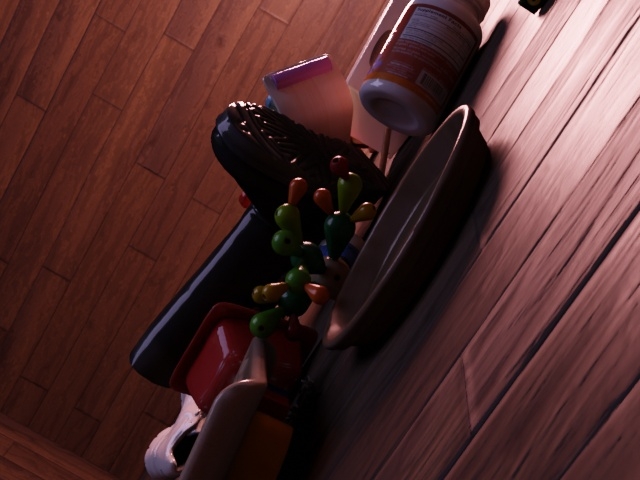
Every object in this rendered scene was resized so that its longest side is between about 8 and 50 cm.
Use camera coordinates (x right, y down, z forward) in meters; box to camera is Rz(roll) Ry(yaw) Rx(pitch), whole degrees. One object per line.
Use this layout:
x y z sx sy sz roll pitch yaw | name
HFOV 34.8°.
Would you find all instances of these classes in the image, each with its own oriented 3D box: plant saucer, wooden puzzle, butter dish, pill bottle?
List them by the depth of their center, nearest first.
0.086 -0.006 1.014 0.278 0.041 0.278 -59 5 9 | plant saucer
-0.108 0.272 1.041 0.348 0.080 0.322 -33 -32 -89 | wooden puzzle
-0.092 0.181 1.302 0.160 0.159 0.118 -57 28 26 | butter dish
0.152 -0.264 1.434 0.216 0.121 0.121 -61 5 -16 | pill bottle

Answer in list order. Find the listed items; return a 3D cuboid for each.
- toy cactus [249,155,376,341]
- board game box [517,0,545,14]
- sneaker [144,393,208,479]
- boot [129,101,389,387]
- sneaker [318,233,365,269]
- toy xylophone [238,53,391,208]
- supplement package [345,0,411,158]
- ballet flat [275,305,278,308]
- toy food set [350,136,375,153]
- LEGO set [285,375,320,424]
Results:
0.005 0.027 1.180 0.180 0.112 0.219 42 -114 -57 | toy cactus
0.292 -0.374 1.193 0.136 0.030 0.260 -53 7 38 | board game box
-0.239 0.356 2.062 0.129 0.111 0.297 -19 43 59 | sneaker
-0.142 0.029 1.491 0.445 0.146 0.367 -45 -31 19 | boot
0.010 0.042 1.427 0.085 0.058 0.152 -52 8 -20 | sneaker
0.000 -0.148 1.602 0.236 0.081 0.323 -17 -34 -26 | toy xylophone
0.130 -0.285 1.711 0.244 0.139 0.134 -63 5 -25 | supplement package
-0.092 0.078 2.062 0.139 0.139 0.400 -57 10 35 | ballet flat
0.104 -0.220 2.114 0.128 0.071 0.218 84 -150 -54 | toy food set
-0.017 0.178 1.128 0.054 0.023 0.083 -59 -9 -17 | LEGO set
